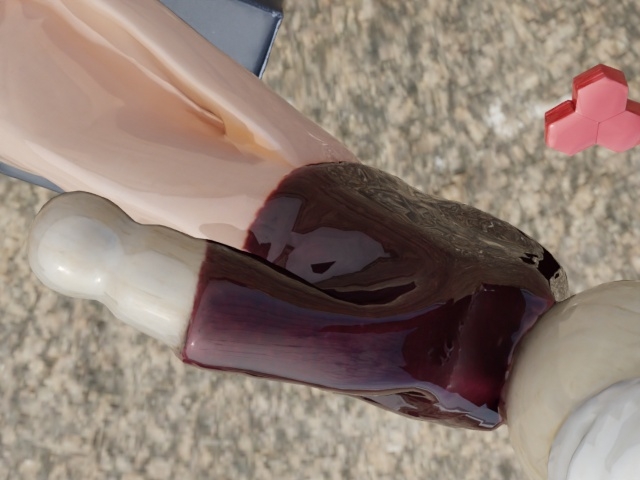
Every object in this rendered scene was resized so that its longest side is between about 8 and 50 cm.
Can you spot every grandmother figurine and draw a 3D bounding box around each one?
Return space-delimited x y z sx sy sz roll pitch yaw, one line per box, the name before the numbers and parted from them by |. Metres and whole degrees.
grandmother figurine | 0.000 0.000 0.398 0.342 0.208 0.104 29 117 29

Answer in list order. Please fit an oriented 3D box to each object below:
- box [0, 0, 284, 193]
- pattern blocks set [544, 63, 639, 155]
box | -0.294 -0.307 1.428 0.479 0.472 0.297 19 123 -11
pattern blocks set | 0.357 -0.132 0.952 0.285 0.026 0.325 23 130 -23
